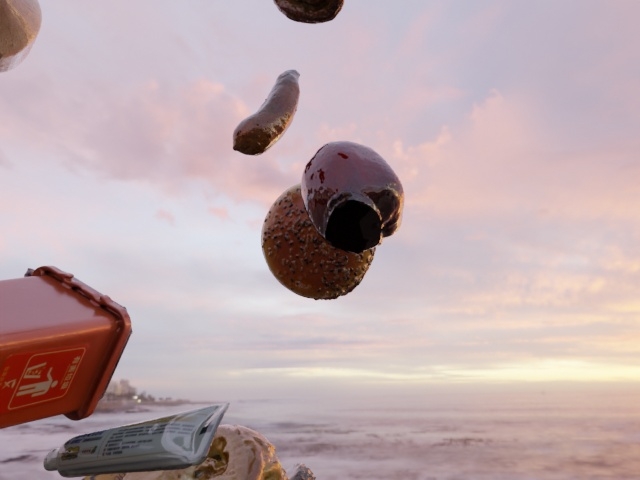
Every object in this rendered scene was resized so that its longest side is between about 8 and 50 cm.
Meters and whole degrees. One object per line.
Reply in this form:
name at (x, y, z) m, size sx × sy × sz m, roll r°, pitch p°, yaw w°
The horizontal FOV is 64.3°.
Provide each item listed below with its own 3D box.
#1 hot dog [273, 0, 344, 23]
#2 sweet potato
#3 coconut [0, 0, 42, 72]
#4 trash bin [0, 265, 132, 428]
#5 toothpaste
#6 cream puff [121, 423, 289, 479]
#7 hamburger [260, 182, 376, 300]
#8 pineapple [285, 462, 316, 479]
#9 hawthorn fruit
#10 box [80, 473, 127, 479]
hot dog at (-0.028, -0.436, 0.888) m, size 0.147 × 0.065 × 0.099 m, roll 32°, pitch -36°, yaw 14°
sweet potato at (-0.104, -0.299, 1.182) m, size 0.097 × 0.292 × 0.097 m, roll 23°, pitch -29°, yaw 14°
coconut at (-0.690, -0.464, 1.036) m, size 0.224 × 0.224 × 0.234 m, roll 12°, pitch -5°, yaw -37°
trash bin at (-0.364, 0.118, 0.576) m, size 0.184 × 0.161 × 0.238 m, roll 27°, pitch 4°, yaw 17°
toothpaste at (-0.194, 0.206, 0.505) m, size 0.255 × 0.067 × 0.037 m, roll -21°, pitch -67°, yaw 28°
cream puff at (-0.201, 0.498, 0.902) m, size 0.327 × 0.231 × 0.343 m, roll -21°, pitch 22°, yaw -19°
hamburger at (0.000, 0.000, 1.255) m, size 0.300 × 0.300 × 0.176 m, roll -2°, pitch 3°, yaw 2°
pineapple at (-0.017, 0.704, 1.302) m, size 0.125 × 0.251 × 0.125 m, roll -36°, pitch -5°, yaw -4°
hawthorn fruit at (0.054, -0.097, 1.019) m, size 0.215 × 0.250 × 0.215 m, roll -23°, pitch -32°, yaw -15°
box at (-0.444, 0.531, 1.078) m, size 0.301 × 0.084 × 0.193 m, roll -51°, pitch -11°, yaw 32°
